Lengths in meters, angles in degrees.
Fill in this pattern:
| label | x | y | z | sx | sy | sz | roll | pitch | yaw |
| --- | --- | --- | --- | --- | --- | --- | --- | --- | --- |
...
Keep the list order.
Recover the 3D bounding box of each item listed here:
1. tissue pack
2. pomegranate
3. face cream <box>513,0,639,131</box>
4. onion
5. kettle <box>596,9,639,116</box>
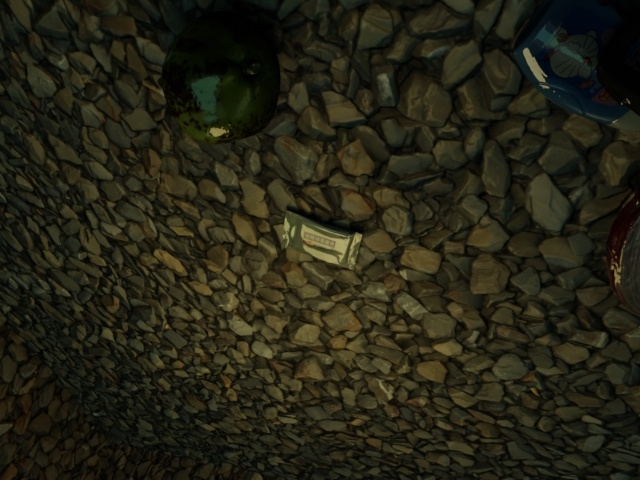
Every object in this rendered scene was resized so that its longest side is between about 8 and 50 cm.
| label | x | y | z | sx | sy | sz | roll | pitch | yaw |
| --- | --- | --- | --- | --- | --- | --- | --- | --- | --- |
| tissue pack | 0.000 | 0.000 | 1.245 | 0.192 | 0.026 | 0.123 | 17 | 134 | 8 |
| pomegranate | -0.204 | -0.299 | 0.934 | 0.276 | 0.222 | 0.204 | 28 | 156 | 22 |
| face cream | 0.428 | -0.258 | 0.785 | 0.263 | 0.083 | 0.149 | 30 | 125 | -6 |
| onion | 0.604 | -0.036 | 0.870 | 0.267 | 0.159 | 0.349 | -19 | 114 | 22 |
| kettle | 0.517 | -0.214 | 0.631 | 0.271 | 0.207 | 0.251 | -44 | 94 | 8 |
